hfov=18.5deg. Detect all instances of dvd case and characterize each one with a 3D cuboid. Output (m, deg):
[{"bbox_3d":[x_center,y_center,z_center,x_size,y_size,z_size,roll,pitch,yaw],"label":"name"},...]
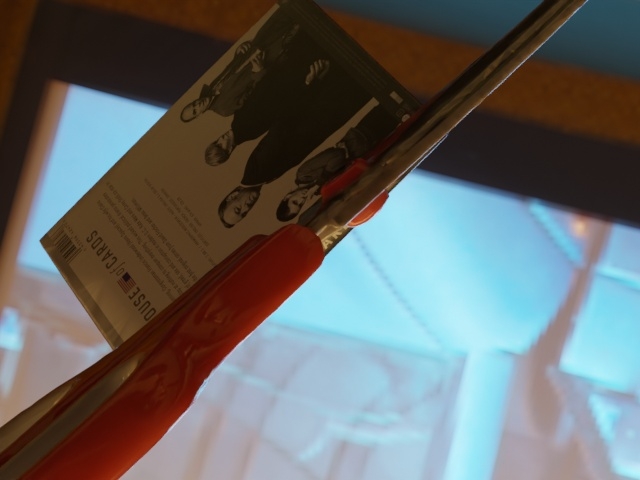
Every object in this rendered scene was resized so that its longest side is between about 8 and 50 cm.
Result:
[{"bbox_3d":[-0.054,-0.031,1.220,0.029,0.238,0.179,41,-175,-44],"label":"dvd case"}]

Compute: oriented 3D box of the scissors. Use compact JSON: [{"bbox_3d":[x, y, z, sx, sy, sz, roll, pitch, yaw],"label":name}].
[{"bbox_3d":[0.000,0.000,0.506,0.021,0.297,0.109,52,173,-7],"label":"scissors"}]
